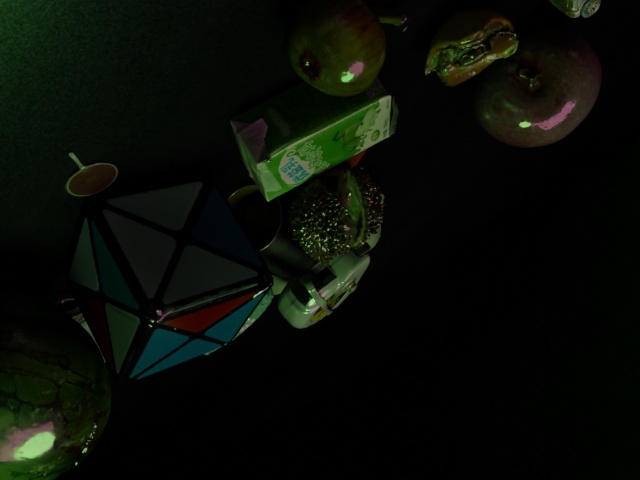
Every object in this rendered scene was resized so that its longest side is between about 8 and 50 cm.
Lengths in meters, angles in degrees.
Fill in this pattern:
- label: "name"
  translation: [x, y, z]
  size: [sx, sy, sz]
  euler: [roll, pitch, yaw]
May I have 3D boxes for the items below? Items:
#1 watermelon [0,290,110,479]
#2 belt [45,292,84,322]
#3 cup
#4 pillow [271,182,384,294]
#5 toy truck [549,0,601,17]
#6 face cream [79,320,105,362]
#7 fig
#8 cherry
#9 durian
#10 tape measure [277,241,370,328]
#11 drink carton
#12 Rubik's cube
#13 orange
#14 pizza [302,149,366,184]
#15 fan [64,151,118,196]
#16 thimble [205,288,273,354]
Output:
- label: "watermelon"
  translation: [-0.527, 0.245, 1.207]
  size: [0.363, 0.363, 0.363]
  euler: [-28, 160, -11]
- label: "belt"
  translation: [-0.433, 0.124, 1.458]
  size: [0.232, 0.071, 0.053]
  euler: [-6, 147, -45]
- label: "cup"
  translation: [-0.109, 0.014, 1.479]
  size: [0.177, 0.166, 0.239]
  euler: [29, 77, -64]
- label: "pillow"
  translation: [0.000, 0.000, 1.734]
  size: [0.322, 0.120, 0.255]
  euler: [-26, 157, -9]
- label: "toy truck"
  translation: [0.516, -0.522, 1.308]
  size: [0.256, 0.108, 0.140]
  euler: [-35, 147, 2]
- label: "face cream"
  translation: [-0.469, 0.213, 1.569]
  size: [0.420, 0.137, 0.235]
  euler: [-19, 152, -52]
- label: "fig"
  translation: [0.057, -0.317, 1.092]
  size: [0.259, 0.151, 0.151]
  euler: [-48, 173, -37]
- label: "cherry"
  translation: [0.448, -0.310, 1.542]
  size: [0.261, 0.221, 0.307]
  euler: [-36, 178, 17]
- label: "durian"
  translation: [0.029, -0.046, 1.389]
  size: [0.196, 0.167, 0.196]
  euler: [-19, 142, -16]
- label: "tape measure"
  translation: [-0.002, 0.104, 1.626]
  size: [0.197, 0.120, 0.236]
  euler: [-35, 164, -29]
- label: "drink carton"
  translation: [-0.008, -0.194, 1.279]
  size: [0.271, 0.108, 0.161]
  euler: [-30, 160, -8]
- label: "Rubik's cube"
  translation: [-0.268, 0.063, 1.296]
  size: [0.246, 0.250, 0.248]
  euler: [-16, 153, -38]
- label: "orange"
  translation: [0.261, -0.349, 1.317]
  size: [0.170, 0.112, 0.160]
  euler: [-11, 175, 11]
- label: "pizza"
  translation: [-0.004, -0.161, 1.430]
  size: [0.194, 0.069, 0.154]
  euler: [-9, 150, -36]
- label: "fan"
  translation: [-0.354, -0.103, 1.129]
  size: [0.085, 0.005, 0.133]
  euler: [-29, 161, -7]
- label: "thimble"
  translation: [-0.227, 0.143, 1.656]
  size: [0.235, 0.143, 0.198]
  euler: [-40, 166, 1]
